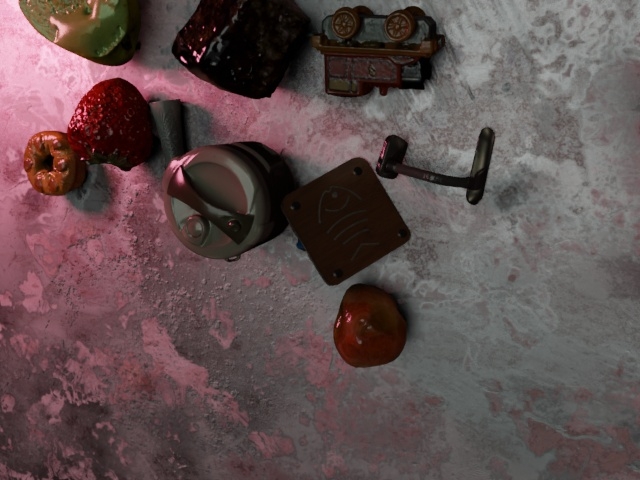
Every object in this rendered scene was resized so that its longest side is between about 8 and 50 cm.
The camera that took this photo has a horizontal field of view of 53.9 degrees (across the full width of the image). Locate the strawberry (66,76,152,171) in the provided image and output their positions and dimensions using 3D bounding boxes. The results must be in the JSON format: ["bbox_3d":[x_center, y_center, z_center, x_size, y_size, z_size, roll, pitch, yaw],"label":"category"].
[{"bbox_3d":[-0.642,-0.366,1.937,0.257,0.257,0.277,-1,79,22],"label":"strawberry"}]

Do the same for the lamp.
[{"bbox_3d":[0.307,-0.226,1.652,0.283,0.124,0.203,18,97,15],"label":"lamp"}]

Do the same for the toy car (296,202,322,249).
[{"bbox_3d":[-0.024,-0.049,1.805,0.100,0.097,0.191,5,81,30],"label":"toy car"}]

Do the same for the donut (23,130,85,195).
[{"bbox_3d":[-0.893,-0.261,2.118,0.226,0.114,0.226,5,103,21],"label":"donut"}]

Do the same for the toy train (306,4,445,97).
[{"bbox_3d":[0.135,-0.492,1.645,0.369,0.163,0.232,9,117,19],"label":"toy train"}]

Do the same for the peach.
[{"bbox_3d":[0.131,0.237,1.774,0.214,0.214,0.235,-14,77,23],"label":"peach"}]

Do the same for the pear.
[{"bbox_3d":[-0.665,-0.681,1.892,0.342,0.238,0.318,-27,102,18],"label":"pear"}]

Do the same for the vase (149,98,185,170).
[{"bbox_3d":[-0.463,-0.322,1.951,0.096,0.096,0.219,-3,102,22],"label":"vase"}]

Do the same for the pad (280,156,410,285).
[{"bbox_3d":[0.070,-0.057,1.745,0.286,0.018,0.284,-31,89,-13],"label":"pad"}]

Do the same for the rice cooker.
[{"bbox_3d":[-0.255,-0.124,1.778,0.335,0.325,0.335,5,103,21],"label":"rice cooker"}]

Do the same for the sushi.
[{"bbox_3d":[-0.202,-0.552,1.685,0.281,0.299,0.294,41,111,30],"label":"sushi"}]
